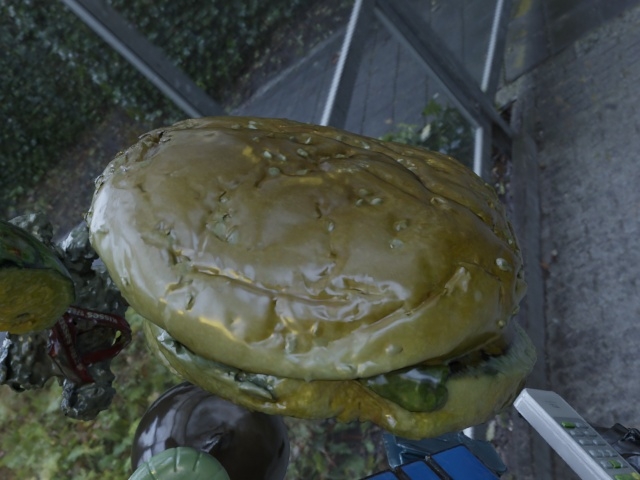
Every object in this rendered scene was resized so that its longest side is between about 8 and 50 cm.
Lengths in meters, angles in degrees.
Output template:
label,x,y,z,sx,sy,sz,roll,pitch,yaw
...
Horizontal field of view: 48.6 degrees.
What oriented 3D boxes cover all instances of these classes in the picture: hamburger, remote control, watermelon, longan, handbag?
label,x,y,z,sx,sy,sz,roll,pitch,yaw
hamburger,0.001,0.000,0.465,0.265,0.284,0.134,-71,-11,-72
remote control,0.344,0.278,0.860,0.034,0.103,0.250,-56,47,17
watermelon,-0.529,0.064,0.970,0.330,0.330,0.189,-41,71,13
longan,-0.205,0.393,1.322,0.297,0.297,0.297,-35,30,24
handbag,0.248,0.435,1.448,0.179,0.229,0.062,-103,28,-80

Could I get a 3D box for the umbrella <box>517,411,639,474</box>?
label,x,y,z,sx,sy,sz,roll,pitch,yaw
umbrella,0.432,0.309,0.972,0.340,0.118,0.118,25,73,30

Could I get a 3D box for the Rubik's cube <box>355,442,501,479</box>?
label,x,y,z,sx,sy,sz,roll,pitch,yaw
Rubik's cube,0.164,0.507,1.001,0.283,0.288,0.294,35,120,42

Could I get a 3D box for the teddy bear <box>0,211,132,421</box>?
label,x,y,z,sx,sy,sz,roll,pitch,yaw
teddy bear,-0.513,0.125,1.344,0.224,0.367,0.357,24,82,42

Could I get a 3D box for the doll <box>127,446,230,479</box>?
label,x,y,z,sx,sy,sz,roll,pitch,yaw
doll,-0.140,0.388,0.866,0.269,0.284,0.216,-63,26,-1
